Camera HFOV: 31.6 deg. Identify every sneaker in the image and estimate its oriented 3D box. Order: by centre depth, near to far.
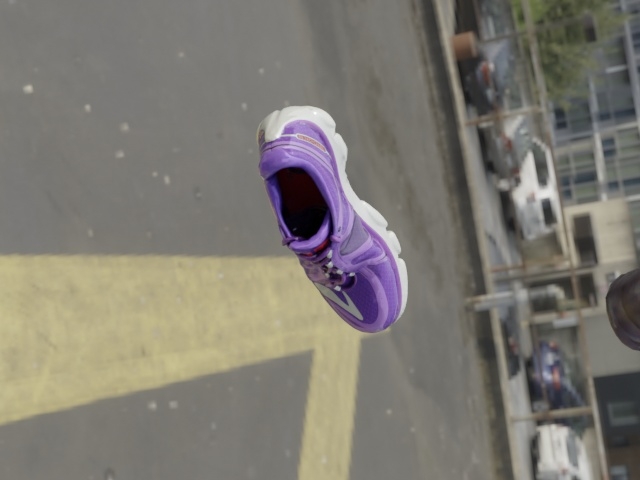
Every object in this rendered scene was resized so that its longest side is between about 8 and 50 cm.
[{"bbox_3d":[0.000,0.000,0.707,0.170,0.068,0.071,60,26,-31],"label":"sneaker"}]

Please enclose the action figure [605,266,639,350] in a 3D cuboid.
[{"bbox_3d":[0.169,-0.057,0.317,0.285,0.099,0.185,104,-11,-68],"label":"action figure"}]
